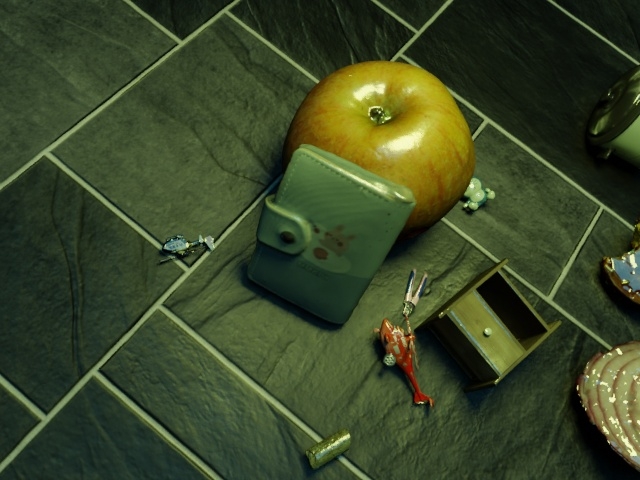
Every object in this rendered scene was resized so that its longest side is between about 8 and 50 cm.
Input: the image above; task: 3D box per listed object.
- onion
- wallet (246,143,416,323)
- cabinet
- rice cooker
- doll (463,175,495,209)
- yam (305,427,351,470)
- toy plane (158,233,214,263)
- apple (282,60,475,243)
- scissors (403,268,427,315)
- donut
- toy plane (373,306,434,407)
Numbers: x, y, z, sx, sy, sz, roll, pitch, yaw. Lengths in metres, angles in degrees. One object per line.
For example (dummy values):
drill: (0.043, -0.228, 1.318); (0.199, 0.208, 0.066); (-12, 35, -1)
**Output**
onion: (0.698, 0.360, 1.126); (0.280, 0.146, 0.314); (36, 64, 30)
wallet: (0.000, 0.000, 1.001); (0.252, 0.360, 0.083); (25, 39, 1)
cabinet: (0.350, 0.180, 1.109); (0.215, 0.148, 0.175); (-34, 79, -20)
rice cooker: (0.824, -0.320, 1.349); (0.227, 0.241, 0.281); (29, 103, -3)
doll: (0.369, -0.115, 1.281); (0.076, 0.050, 0.083); (-35, 80, -3)
yam: (0.017, 0.402, 1.014); (0.094, 0.043, 0.043); (-22, 75, -20)
toy plane: (-0.286, 0.011, 1.111); (0.120, 0.031, 0.049); (-17, 79, -15)
apple: (0.126, -0.188, 1.106); (0.400, 0.333, 0.400); (5, 68, -13)
scissors: (0.208, 0.117, 1.177); (0.039, 0.012, 0.113); (25, 67, -1)
donut: (0.792, 0.060, 1.245); (0.216, 0.096, 0.230); (29, 80, 17)
toy plane: (0.177, 0.250, 1.095); (0.077, 0.126, 0.194); (-22, 111, 13)
